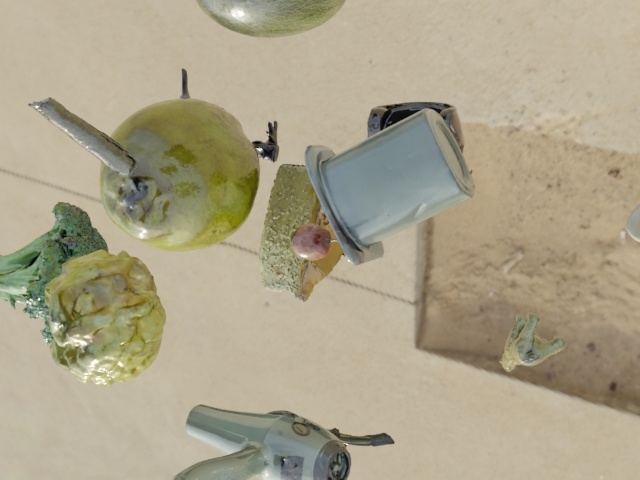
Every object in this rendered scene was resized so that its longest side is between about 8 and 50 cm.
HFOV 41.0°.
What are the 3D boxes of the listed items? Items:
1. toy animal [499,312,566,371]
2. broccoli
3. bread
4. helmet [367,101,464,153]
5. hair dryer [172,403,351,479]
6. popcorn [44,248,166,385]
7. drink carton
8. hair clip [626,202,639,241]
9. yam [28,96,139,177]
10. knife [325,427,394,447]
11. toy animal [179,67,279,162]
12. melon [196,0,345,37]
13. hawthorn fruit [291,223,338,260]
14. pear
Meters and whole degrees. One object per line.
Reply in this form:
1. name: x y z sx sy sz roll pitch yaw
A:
1. toy animal: 0.417 0.219 1.743 0.103 0.101 0.219 37 174 3
2. broccoli: -0.491 0.076 1.515 0.269 0.254 0.269 -1 131 -1
3. bread: 0.012 -0.021 2.052 0.248 0.279 0.315 9 93 45
4. helmet: 0.194 -0.190 1.733 0.189 0.216 0.193 5 149 19
5. hair dryer: -0.128 0.238 0.970 0.229 0.267 0.092 10 97 57
6. popcorn: -0.267 0.091 1.050 0.173 0.142 0.173 32 140 32
7. drink carton: 0.102 -0.089 1.225 0.189 0.185 0.191 -27 83 22
8. hair clip: 0.680 -0.075 1.632 0.113 0.172 0.282 13 160 7
9. yam: -0.253 -0.115 0.924 0.033 0.027 0.129 -17 135 39
10. knife: -0.002 0.292 1.273 0.222 0.045 0.021 -1 125 3
11. toy animal: -0.247 -0.273 2.176 0.324 0.090 0.195 32 115 8
12. melon: -0.083 -0.476 1.499 0.237 0.301 0.237 18 113 51
13. hawthorn fruit: 0.000 0.000 1.492 0.103 0.067 0.067 -10 113 31
14. pear: -0.322 -0.146 1.968 0.352 0.413 0.352 17 122 29
